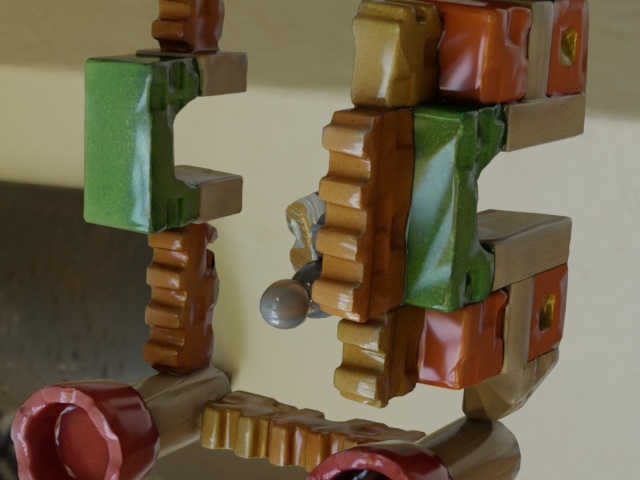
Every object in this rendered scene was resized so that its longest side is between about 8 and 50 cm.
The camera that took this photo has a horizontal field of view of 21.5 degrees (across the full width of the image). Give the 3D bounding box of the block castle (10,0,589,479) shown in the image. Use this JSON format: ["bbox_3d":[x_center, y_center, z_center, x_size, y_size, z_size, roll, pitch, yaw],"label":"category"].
[{"bbox_3d":[-0.030,-0.042,0.977,0.213,0.303,0.453,-16,-68,-58],"label":"block castle"}]

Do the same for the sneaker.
[{"bbox_3d":[0.000,0.000,1.156,0.037,0.032,0.083,-35,-33,-26],"label":"sneaker"}]
